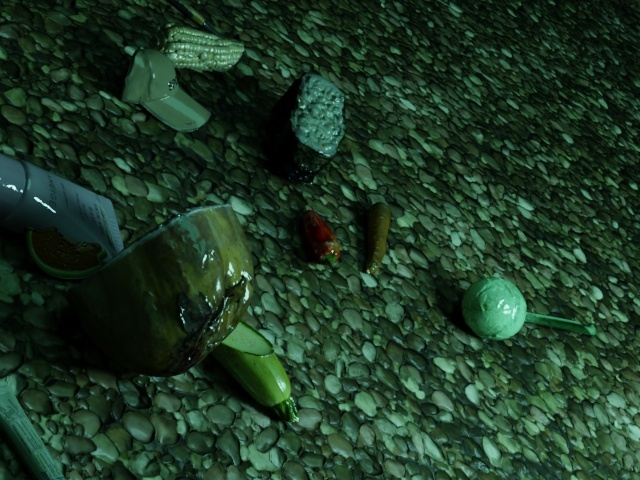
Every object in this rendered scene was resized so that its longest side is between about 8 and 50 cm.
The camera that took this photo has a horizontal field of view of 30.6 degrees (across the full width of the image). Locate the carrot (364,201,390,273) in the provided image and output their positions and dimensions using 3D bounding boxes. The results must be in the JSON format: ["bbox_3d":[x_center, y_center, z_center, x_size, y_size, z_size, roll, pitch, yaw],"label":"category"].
[{"bbox_3d":[0.104,-0.001,2.194,0.047,0.047,0.191,29,40,-18],"label":"carrot"}]

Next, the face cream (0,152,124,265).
[{"bbox_3d":[-0.396,-0.047,1.705,0.274,0.096,0.154,25,31,-45],"label":"face cream"}]

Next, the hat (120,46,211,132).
[{"bbox_3d":[-0.265,-0.278,2.095,0.175,0.085,0.147,32,33,-12],"label":"hat"}]

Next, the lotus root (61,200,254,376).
[{"bbox_3d":[-0.198,0.074,1.619,0.272,0.272,0.192,-18,71,-53],"label":"lotus root"}]

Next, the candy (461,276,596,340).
[{"bbox_3d":[0.427,0.157,2.308,0.440,0.119,0.119,16,40,-47],"label":"candy"}]

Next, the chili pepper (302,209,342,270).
[{"bbox_3d":[-0.001,0.000,2.074,0.059,0.050,0.191,17,28,-27],"label":"chili pepper"}]

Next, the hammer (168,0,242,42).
[{"bbox_3d":[-0.240,-0.446,2.375,0.201,0.021,0.078,38,33,-7],"label":"hammer"}]

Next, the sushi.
[{"bbox_3d":[-0.029,-0.208,2.216,0.124,0.127,0.225,28,41,-20],"label":"sushi"}]

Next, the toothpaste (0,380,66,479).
[{"bbox_3d":[-0.358,0.251,1.437,0.197,0.029,0.048,51,31,20],"label":"toothpaste"}]

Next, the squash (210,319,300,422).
[{"bbox_3d":[-0.092,0.188,1.738,0.200,0.075,0.090,46,7,5],"label":"squash"}]

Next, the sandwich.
[{"bbox_3d":[-0.370,0.017,1.663,0.135,0.067,0.029,29,10,-37],"label":"sandwich"}]

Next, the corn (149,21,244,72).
[{"bbox_3d":[-0.234,-0.360,2.234,0.211,0.087,0.087,7,46,-49],"label":"corn"}]
